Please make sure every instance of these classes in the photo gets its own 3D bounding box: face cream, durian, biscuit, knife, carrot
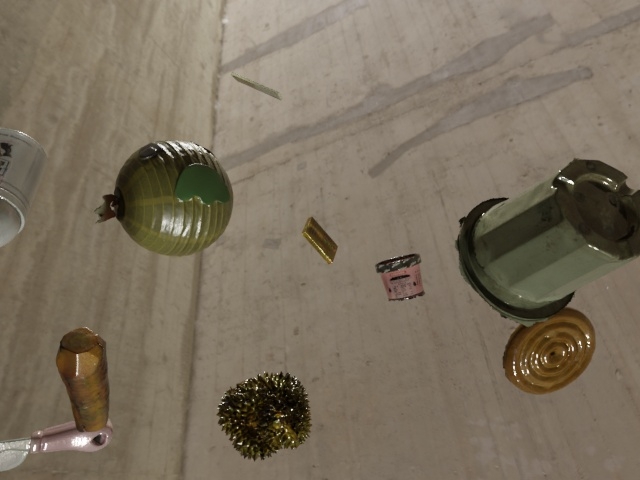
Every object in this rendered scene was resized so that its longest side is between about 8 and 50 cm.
[{"bbox_3d":[-0.681,-0.071,0.865,0.145,0.145,0.370,-29,-133,13],"label":"face cream"},{"bbox_3d":[-0.153,0.509,1.234,0.292,0.258,0.258,-15,-124,30],"label":"durian"},{"bbox_3d":[0.600,0.292,1.098,0.262,0.262,0.037,-41,-160,4],"label":"biscuit"},{"bbox_3d":[-0.576,0.393,0.792,0.043,0.335,0.081,35,-63,55],"label":"knife"},{"bbox_3d":[-0.374,0.232,0.676,0.070,0.070,0.260,65,-33,38],"label":"carrot"}]

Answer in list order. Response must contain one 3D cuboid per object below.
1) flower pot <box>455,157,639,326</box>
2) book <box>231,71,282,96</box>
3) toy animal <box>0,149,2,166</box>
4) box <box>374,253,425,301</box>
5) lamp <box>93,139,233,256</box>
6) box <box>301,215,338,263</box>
[{"bbox_3d":[0.447,-0.005,0.803,0.290,0.259,0.291,5,-114,-12],"label":"flower pot"},{"bbox_3d":[-0.252,-0.618,1.697,0.198,0.138,0.016,22,-81,-3],"label":"book"},{"bbox_3d":[-0.431,-0.113,0.450,0.214,0.093,0.186,-41,-101,16],"label":"toy animal"},{"bbox_3d":[0.266,0.124,1.380,0.151,0.151,0.135,-15,-91,23],"label":"box"},{"bbox_3d":[-0.325,-0.082,0.877,0.250,0.284,0.250,15,-68,42],"label":"lamp"},{"bbox_3d":[0.000,0.000,1.438,0.022,0.156,0.089,-22,-150,36],"label":"box"}]
